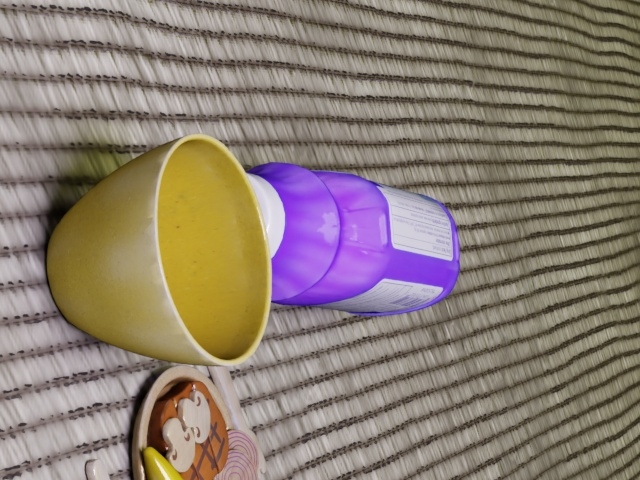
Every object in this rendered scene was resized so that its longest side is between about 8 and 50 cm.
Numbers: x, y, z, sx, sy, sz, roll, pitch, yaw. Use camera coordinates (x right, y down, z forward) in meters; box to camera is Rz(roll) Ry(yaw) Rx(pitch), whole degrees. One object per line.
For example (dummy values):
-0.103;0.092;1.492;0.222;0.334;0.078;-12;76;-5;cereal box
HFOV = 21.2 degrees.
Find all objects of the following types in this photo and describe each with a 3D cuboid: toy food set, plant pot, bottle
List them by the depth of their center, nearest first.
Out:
-0.100;0.013;0.990;0.134;0.095;0.134;36;49;-56;plant pot
-0.072;0.142;1.070;0.192;0.038;0.132;-52;127;-58;toy food set
0.000;0.000;1.186;0.283;0.118;0.092;11;74;-63;bottle
